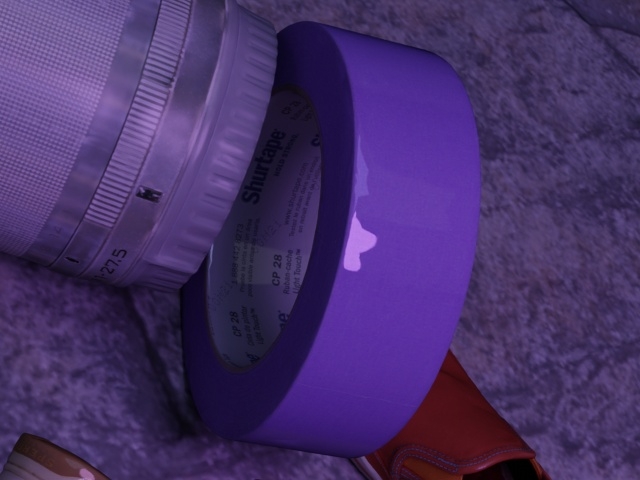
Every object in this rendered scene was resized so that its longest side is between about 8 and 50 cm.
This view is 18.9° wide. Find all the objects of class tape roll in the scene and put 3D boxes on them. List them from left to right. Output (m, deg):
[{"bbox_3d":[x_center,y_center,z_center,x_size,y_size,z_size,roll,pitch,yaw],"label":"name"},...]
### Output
[{"bbox_3d":[0.000,0.000,1.253,0.090,0.275,0.275,12,51,-24],"label":"tape roll"}]

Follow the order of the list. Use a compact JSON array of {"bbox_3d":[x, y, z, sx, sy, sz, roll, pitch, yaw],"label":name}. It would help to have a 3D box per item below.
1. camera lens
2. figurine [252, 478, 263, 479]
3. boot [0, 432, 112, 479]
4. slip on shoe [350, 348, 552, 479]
[{"bbox_3d":[-0.192,-0.102,1.256,0.274,0.219,0.219,20,48,-16],"label":"camera lens"},{"bbox_3d":[-0.074,0.260,1.033,0.215,0.209,0.092,-37,37,-23],"label":"figurine"},{"bbox_3d":[-0.138,0.258,1.092,0.203,0.095,0.262,-55,132,-17],"label":"boot"},{"bbox_3d":[0.100,0.154,1.316,0.123,0.101,0.331,-12,62,-34],"label":"slip on shoe"}]
